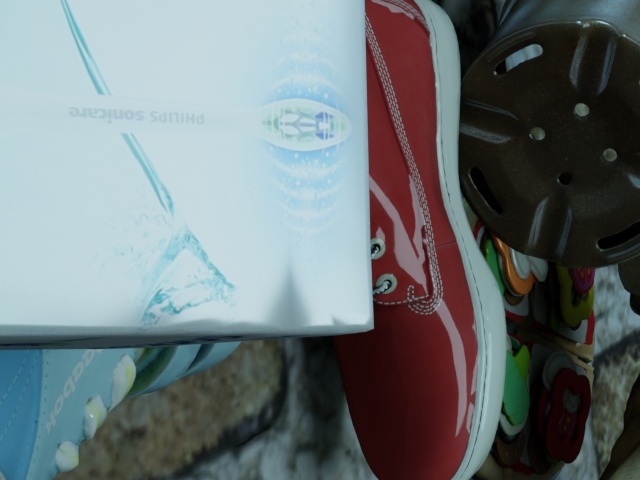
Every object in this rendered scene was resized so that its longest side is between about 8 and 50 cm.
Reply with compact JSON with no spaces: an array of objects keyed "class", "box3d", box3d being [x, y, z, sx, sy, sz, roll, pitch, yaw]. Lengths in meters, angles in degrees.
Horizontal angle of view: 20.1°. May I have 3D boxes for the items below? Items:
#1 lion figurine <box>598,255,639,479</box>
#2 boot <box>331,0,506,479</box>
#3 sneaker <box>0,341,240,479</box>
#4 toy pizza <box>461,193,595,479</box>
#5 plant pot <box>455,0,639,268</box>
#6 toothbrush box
[{"class":"lion figurine","box3d":[0.161,0.162,0.912,0.392,0.142,0.240,-58,166,-45]},{"class":"boot","box3d":[0.000,0.000,0.804,0.176,0.088,0.244,-1,82,-56]},{"class":"sneaker","box3d":[-0.098,0.057,0.616,0.208,0.127,0.319,19,74,-53]},{"class":"toy pizza","box3d":[0.118,0.050,1.021,0.201,0.032,0.201,2,87,-56]},{"class":"plant pot","box3d":[0.149,-0.071,0.925,0.165,0.167,0.167,-44,125,-61]},{"class":"toothbrush box","box3d":[-0.143,-0.079,0.430,0.295,0.126,0.216,2,85,-29]}]
